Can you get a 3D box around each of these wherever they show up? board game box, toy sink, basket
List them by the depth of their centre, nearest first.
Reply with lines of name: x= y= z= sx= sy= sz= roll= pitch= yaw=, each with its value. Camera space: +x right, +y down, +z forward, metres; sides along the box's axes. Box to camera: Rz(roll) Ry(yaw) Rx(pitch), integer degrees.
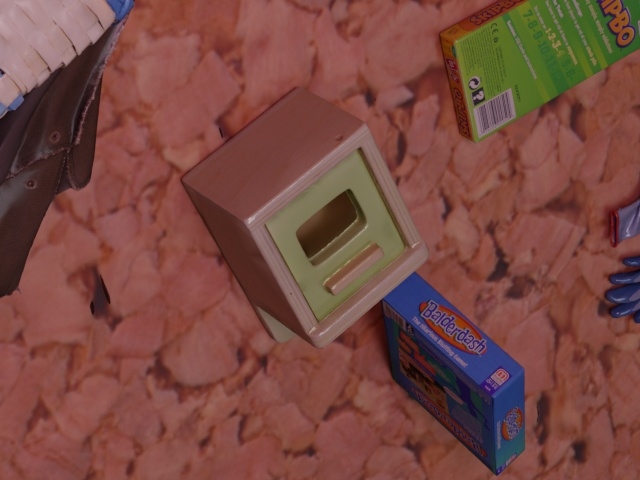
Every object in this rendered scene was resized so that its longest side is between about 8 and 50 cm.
basket: x=-0.235 y=-0.245 z=1.438 sx=0.289 sy=0.255 sz=0.201 roll=-51 pitch=129 yaw=-19
toy sink: x=0.000 y=0.000 z=1.834 sx=0.153 sy=0.131 sz=0.234 roll=-39 pitch=129 yaw=-15
board game box: x=0.135 y=0.135 z=1.930 sx=0.047 sy=0.160 sz=0.210 roll=-41 pitch=156 yaw=-15
board game box: x=0.242 y=-0.213 z=1.977 sx=0.259 sy=0.039 sz=0.124 roll=-29 pitch=126 yaw=-20

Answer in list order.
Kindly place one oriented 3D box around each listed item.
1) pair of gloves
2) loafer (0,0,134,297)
pair of gloves: x=0.389 y=-0.004 z=2.193 sx=0.159 sy=0.023 sz=0.198 roll=-25 pitch=125 yaw=-27
loafer: x=-0.250 y=-0.106 z=1.618 sx=0.130 sy=0.134 sz=0.366 roll=19 pitch=104 yaw=-51
